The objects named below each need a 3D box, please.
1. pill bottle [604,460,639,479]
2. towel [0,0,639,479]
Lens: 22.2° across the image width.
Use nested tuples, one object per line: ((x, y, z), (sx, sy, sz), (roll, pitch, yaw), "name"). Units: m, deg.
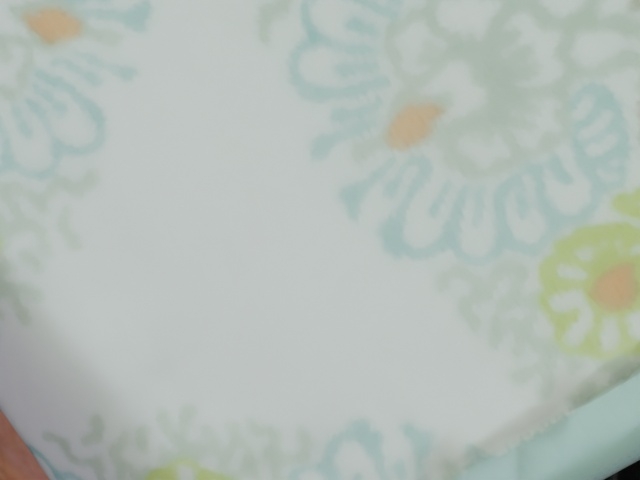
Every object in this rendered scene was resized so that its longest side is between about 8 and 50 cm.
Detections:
((0.032, 0.126, 0.689), (0.219, 0.123, 0.123), (-6, 106, 27), "pill bottle")
((0.022, -0.070, 0.516), (0.374, 0.090, 0.320), (-33, 94, 16), "towel")
